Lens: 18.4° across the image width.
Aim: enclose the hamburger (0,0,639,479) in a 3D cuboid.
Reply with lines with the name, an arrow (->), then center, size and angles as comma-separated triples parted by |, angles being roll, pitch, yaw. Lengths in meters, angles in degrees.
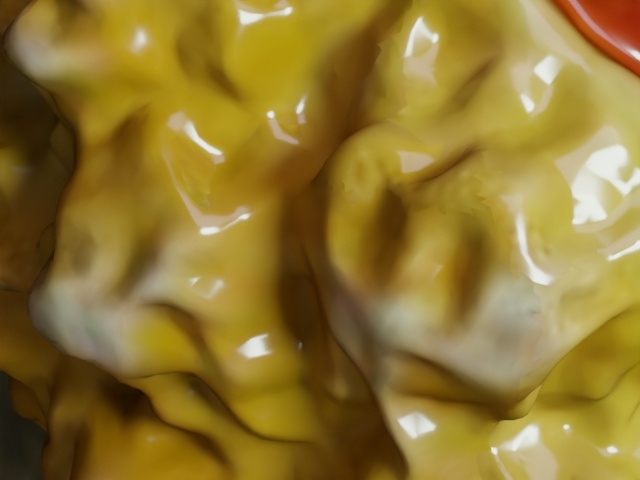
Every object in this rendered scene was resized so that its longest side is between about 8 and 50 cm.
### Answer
hamburger -> 0.000, 0.000, 0.451 | 0.237, 0.237, 0.149 | 41, 47, 11
